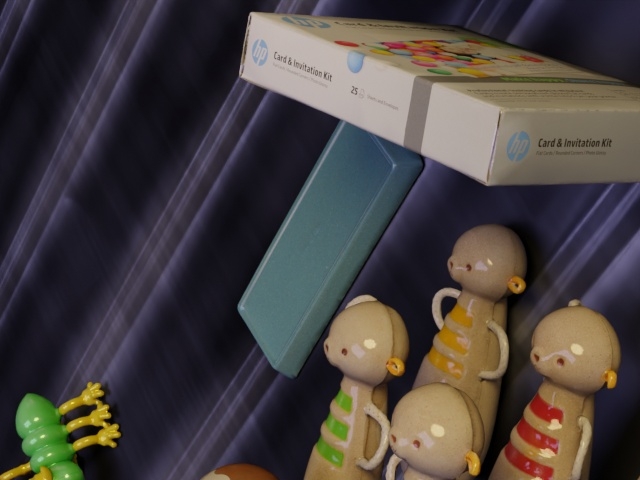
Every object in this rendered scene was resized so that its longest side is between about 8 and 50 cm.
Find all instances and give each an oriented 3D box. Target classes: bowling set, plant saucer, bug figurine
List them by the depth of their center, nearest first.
[{"bbox_3d":[0.047,0.098,0.776,0.287,0.200,0.154,-136,54,-59],"label":"bowling set"},{"bbox_3d":[0.000,0.000,1.014,0.067,0.018,0.192,56,133,31],"label":"plant saucer"},{"bbox_3d":[-0.207,0.239,1.264,0.279,0.072,0.216,-46,59,45],"label":"bug figurine"}]

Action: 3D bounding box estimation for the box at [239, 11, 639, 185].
[{"bbox_3d":[0.073,-0.070,0.808,0.186,0.145,0.038,27,112,48],"label":"box"}]
